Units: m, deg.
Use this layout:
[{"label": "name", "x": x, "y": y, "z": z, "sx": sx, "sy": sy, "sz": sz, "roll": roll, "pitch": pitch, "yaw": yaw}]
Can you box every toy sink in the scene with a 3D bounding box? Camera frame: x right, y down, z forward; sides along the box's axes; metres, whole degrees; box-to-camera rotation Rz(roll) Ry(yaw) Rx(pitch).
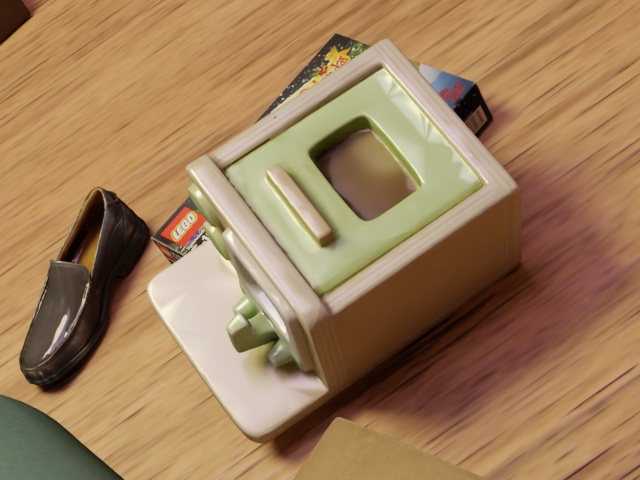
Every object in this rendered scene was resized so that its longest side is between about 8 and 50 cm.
[{"label": "toy sink", "x": 0.000, "y": 0.000, "z": 1.129, "sx": 0.234, "sy": 0.131, "sz": 0.153, "roll": -34, "pitch": 65, "yaw": -9}]

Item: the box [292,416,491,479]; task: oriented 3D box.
[{"label": "box", "x": 0.018, "y": 0.220, "z": 1.052, "sx": 0.164, "sy": 0.021, "sz": 0.201, "roll": 18, "pitch": 63, "yaw": 40}]

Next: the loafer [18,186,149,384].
[{"label": "loafer", "x": -0.199, "y": 0.034, "z": 1.313, "sx": 0.062, "sy": 0.061, "sz": 0.170, "roll": 2, "pitch": 55, "yaw": 31}]

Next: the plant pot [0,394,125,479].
[{"label": "plant pot", "x": -0.175, "y": 0.265, "z": 0.931, "sx": 0.341, "sy": 0.341, "sz": 0.334, "roll": -43, "pitch": 35, "yaw": -10}]

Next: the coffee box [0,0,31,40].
[{"label": "coffee box", "x": -0.423, "y": -0.253, "z": 1.670, "sx": 0.141, "sy": 0.098, "sz": 0.246, "roll": -44, "pitch": 44, "yaw": -11}]

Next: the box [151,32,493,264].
[{"label": "box", "x": 0.000, "y": -0.048, "z": 1.281, "sx": 0.159, "sy": 0.044, "sz": 0.233, "roll": 26, "pitch": 68, "yaw": 41}]
